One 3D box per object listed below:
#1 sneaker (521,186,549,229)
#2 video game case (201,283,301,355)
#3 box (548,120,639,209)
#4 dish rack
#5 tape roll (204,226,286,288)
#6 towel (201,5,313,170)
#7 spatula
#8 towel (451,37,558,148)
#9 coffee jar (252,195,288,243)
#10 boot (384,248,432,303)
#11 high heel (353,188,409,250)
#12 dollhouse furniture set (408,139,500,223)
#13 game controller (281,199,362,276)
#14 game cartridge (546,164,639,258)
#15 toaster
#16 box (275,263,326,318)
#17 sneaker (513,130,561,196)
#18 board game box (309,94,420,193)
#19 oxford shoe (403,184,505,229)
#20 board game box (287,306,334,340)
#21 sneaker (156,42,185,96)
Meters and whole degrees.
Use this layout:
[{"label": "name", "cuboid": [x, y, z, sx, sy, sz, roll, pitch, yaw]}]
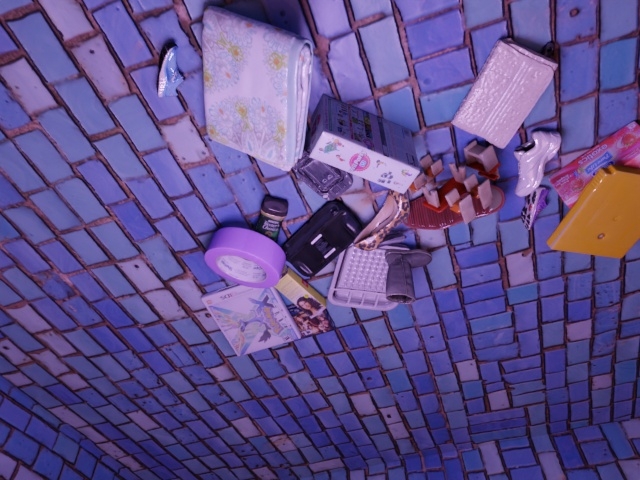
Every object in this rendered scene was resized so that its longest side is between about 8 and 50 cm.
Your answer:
[{"label": "sneaker", "cuboid": [0.750, -0.108, 1.708, 0.071, 0.068, 0.169, -3, 130, -7]}, {"label": "video game case", "cuboid": [-0.279, 0.312, 2.014, 0.300, 0.036, 0.329, -19, 117, 14]}, {"label": "box", "cuboid": [0.921, -0.208, 1.575, 0.300, 0.142, 0.154, -37, 124, 26]}, {"label": "dish rack", "cuboid": [0.190, 0.124, 1.884, 0.286, 0.072, 0.332, 8, 129, -7]}, {"label": "tape roll", "cuboid": [-0.265, 0.066, 1.747, 0.275, 0.090, 0.274, 12, 150, 7]}, {"label": "towel", "cuboid": [-0.182, -0.399, 1.334, 0.321, 0.090, 0.374, 25, 132, 18]}, {"label": "spatula", "cuboid": [0.602, -0.434, 1.451, 0.084, 0.030, 0.296, 13, 128, -10]}, {"label": "towel", "cuboid": [0.527, -0.422, 1.429, 0.187, 0.049, 0.282, 25, 127, -2]}, {"label": "coffee jar", "cuboid": [-0.175, -0.066, 1.711, 0.096, 0.079, 0.184, 14, 128, -12]}, {"label": "boot", "cuboid": [0.310, 0.124, 1.709, 0.190, 0.208, 0.076, -1, 130, -1]}, {"label": "high heel", "cuboid": [0.198, -0.086, 1.652, 0.186, 0.093, 0.261, -11, 120, -18]}, {"label": "dollhouse furniture set", "cuboid": [0.434, -0.179, 1.535, 0.259, 0.262, 0.135, -39, 129, -10]}, {"label": "game controller", "cuboid": [0.000, 0.000, 1.761, 0.166, 0.067, 0.319, 42, 120, -10]}, {"label": "game cartridge", "cuboid": [0.925, -0.085, 1.562, 0.286, 0.052, 0.323, 7, 130, -13]}, {"label": "toaster", "cuboid": [-0.001, -0.243, 1.522, 0.129, 0.146, 0.227, -36, 122, 25]}, {"label": "box", "cuboid": [-0.083, 0.201, 1.924, 0.087, 0.058, 0.232, -40, 110, 22]}, {"label": "sneaker", "cuboid": [0.663, -0.252, 1.581, 0.115, 0.090, 0.232, 13, 120, -4]}, {"label": "board game box", "cuboid": [0.125, -0.285, 1.442, 0.304, 0.224, 0.097, 19, 129, -16]}, {"label": "oxford shoe", "cuboid": [0.450, -0.101, 1.673, 0.348, 0.122, 0.130, -7, 176, 26]}, {"label": "board game box", "cuboid": [-0.081, 0.347, 2.083, 0.243, 0.042, 0.165, -18, 128, 14]}, {"label": "sneaker", "cuboid": [-0.415, -0.477, 1.385, 0.073, 0.063, 0.162, 2, 137, -26]}]
